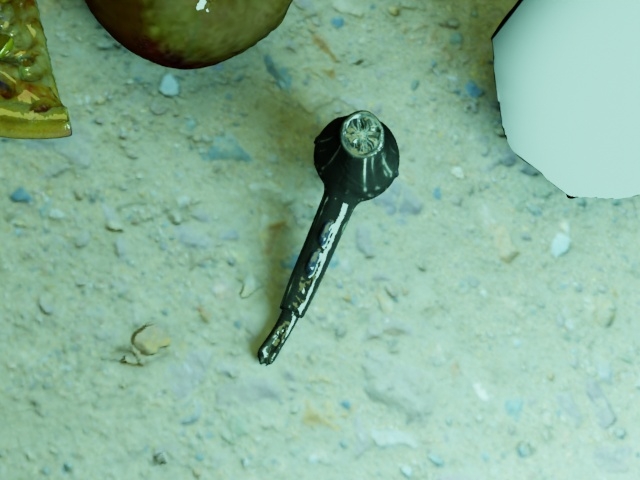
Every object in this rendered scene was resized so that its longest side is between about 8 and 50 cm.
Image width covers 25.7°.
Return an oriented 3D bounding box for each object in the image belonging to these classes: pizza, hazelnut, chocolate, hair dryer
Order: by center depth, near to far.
[{"bbox_3d":[0.000,0.000,1.112,0.075,0.195,0.219,23,87,2],"label":"hair dryer"},{"bbox_3d":[-0.268,-0.163,1.170,0.184,0.036,0.176,30,62,0],"label":"pizza"},{"bbox_3d":[-0.121,-0.247,1.179,0.208,0.208,0.208,6,65,-12],"label":"hazelnut"},{"bbox_3d":[0.259,-0.156,1.266,0.224,0.206,0.177,36,18,-7],"label":"chocolate"}]
